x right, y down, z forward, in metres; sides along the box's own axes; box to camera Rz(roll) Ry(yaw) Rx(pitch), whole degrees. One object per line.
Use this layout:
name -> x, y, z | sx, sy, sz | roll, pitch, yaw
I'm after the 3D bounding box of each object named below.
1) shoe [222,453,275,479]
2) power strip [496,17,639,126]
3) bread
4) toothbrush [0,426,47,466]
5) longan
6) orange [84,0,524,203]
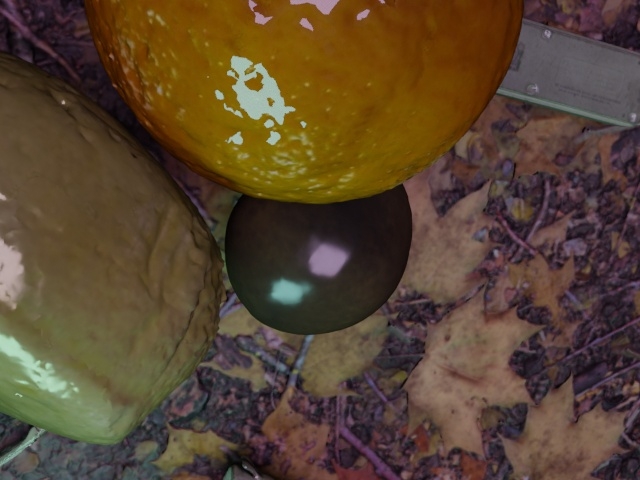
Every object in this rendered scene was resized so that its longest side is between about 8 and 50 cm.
shoe -> -0.127, 0.379, 0.862 | 0.342, 0.132, 0.210 | -46, 104, -3
power strip -> 0.220, -0.177, 0.841 | 0.272, 0.052, 0.078 | 11, 100, -16
bread -> -0.224, -0.003, 0.643 | 0.320, 0.320, 0.237 | 38, 65, -18
toothbrush -> -0.260, 0.167, 0.829 | 0.294, 0.026, 0.028 | -36, 93, -2
longan -> 0.000, 0.000, 0.783 | 0.167, 0.167, 0.187 | 47, 69, -18
orange -> -0.014, -0.187, 0.648 | 0.341, 0.340, 0.293 | 10, 136, -15
